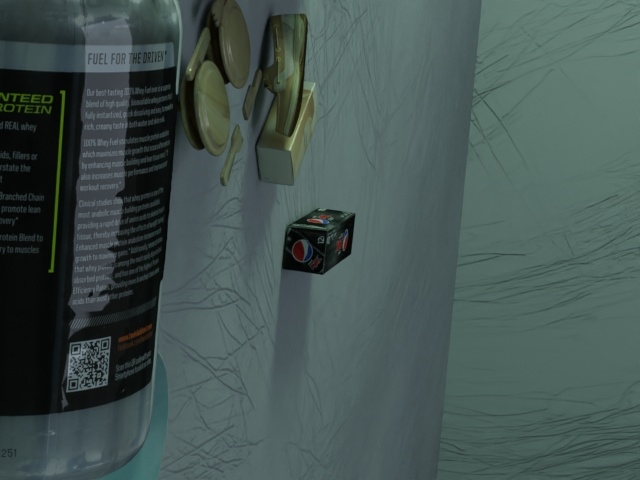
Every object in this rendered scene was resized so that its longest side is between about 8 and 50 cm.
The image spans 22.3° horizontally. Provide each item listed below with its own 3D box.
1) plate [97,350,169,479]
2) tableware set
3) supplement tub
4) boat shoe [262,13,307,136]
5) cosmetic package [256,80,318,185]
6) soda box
[{"bbox_3d":[-0.175,0.184,1.436,0.188,0.024,0.188,7,90,-78],"label":"plate"},{"bbox_3d":[-0.103,-0.152,1.516,0.194,0.039,0.128,-76,157,-50],"label":"tableware set"},{"bbox_3d":[-0.175,-0.039,0.874,0.193,0.193,0.316,-39,137,-73],"label":"supplement tub"},{"bbox_3d":[-0.041,-0.180,1.763,0.050,0.045,0.135,67,29,-82],"label":"boat shoe"},{"bbox_3d":[-0.036,-0.123,1.833,0.060,0.041,0.115,85,18,-49],"label":"cosmetic package"},{"bbox_3d":[0.000,0.000,2.057,0.169,0.053,0.060,-31,129,-74],"label":"soda box"}]
